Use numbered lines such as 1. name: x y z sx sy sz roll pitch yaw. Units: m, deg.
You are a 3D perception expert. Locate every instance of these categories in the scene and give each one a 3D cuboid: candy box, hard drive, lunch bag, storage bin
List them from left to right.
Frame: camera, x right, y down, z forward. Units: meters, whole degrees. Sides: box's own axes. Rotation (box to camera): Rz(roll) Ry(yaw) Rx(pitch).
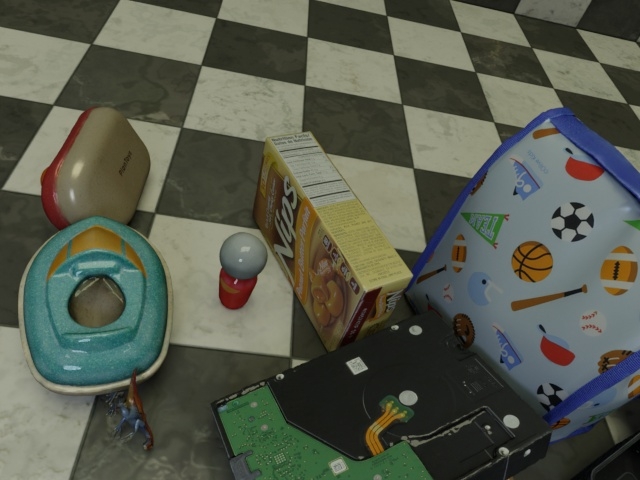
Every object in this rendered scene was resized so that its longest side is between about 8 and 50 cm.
1. candy box: 0.000 0.000 0.812 0.088 0.182 0.316 -14 54 -28
2. hard drive: 0.063 0.230 0.628 0.339 0.064 0.237 -19 37 -19
3. lunch bag: 0.325 0.064 0.710 0.239 0.385 0.327 -10 51 -23
4. storage bin: 0.429 0.343 0.694 0.180 0.084 0.122 -17 56 -28

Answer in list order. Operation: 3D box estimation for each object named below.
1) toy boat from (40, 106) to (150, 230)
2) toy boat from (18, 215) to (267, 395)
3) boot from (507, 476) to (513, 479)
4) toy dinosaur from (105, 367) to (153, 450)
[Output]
1. toy boat: -0.388 -0.104 0.848 0.151 0.150 0.230 -12 45 14
2. toy boat: -0.234 0.059 0.709 0.319 0.148 0.267 -7 56 -23
3. boot: 0.114 0.333 0.614 0.221 0.109 0.283 2 56 -9
4. toy dinosaur: -0.220 0.215 0.625 0.090 0.082 0.047 -48 38 -7
